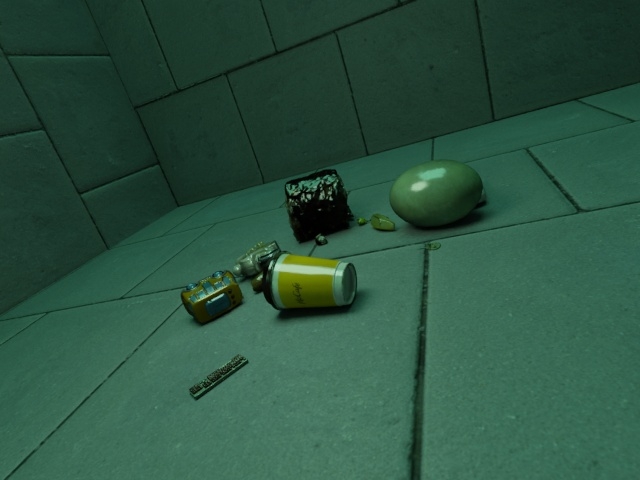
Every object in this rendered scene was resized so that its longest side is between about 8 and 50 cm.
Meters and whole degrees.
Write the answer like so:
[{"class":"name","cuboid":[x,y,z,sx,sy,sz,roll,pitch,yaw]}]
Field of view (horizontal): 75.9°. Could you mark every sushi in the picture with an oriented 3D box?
[{"class":"sushi","cuboid":[-0.013,-0.177,1.935,0.293,0.300,0.281,-14,35,8]},{"class":"sushi","cuboid":[0.000,0.000,1.845,0.046,0.044,0.083,-41,18,1]}]

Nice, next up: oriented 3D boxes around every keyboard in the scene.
[{"class":"keyboard","cuboid":[-0.276,0.366,1.116,0.165,0.017,0.055,-31,23,-32]}]

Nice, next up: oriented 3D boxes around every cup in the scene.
[{"class":"cup","cuboid":[-0.035,0.133,1.298,0.279,0.197,0.196,1,26,25]}]

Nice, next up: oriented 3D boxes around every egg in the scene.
[{"class":"egg","cuboid":[0.440,-0.182,1.588,0.351,0.259,0.258,-4,24,31]}]

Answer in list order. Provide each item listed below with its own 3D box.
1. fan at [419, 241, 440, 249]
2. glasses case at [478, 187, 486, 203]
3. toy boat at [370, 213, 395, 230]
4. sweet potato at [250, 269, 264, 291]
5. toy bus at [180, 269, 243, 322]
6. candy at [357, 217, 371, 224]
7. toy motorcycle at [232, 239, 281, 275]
[{"class":"fan","cuboid":[0.389,0.024,1.451,0.080,0.003,0.060,-21,18,-9]},{"class":"glasses case","cuboid":[0.640,-0.218,1.771,0.113,0.075,0.297,-10,22,18]},{"class":"toy boat","cuboid":[0.267,-0.079,1.766,0.066,0.065,0.172,-4,17,-18]},{"class":"sweet potato","cuboid":[-0.159,0.122,1.591,0.243,0.077,0.077,-26,20,-14]},{"class":"toy bus","cuboid":[-0.388,0.207,1.499,0.209,0.126,0.136,-27,29,-23]},{"class":"candy","cuboid":[0.229,-0.095,1.895,0.122,0.035,0.035,-8,64,3]},{"class":"toy motorcycle","cuboid":[-0.268,0.079,1.742,0.222,0.108,0.340,-29,9,-3]}]
